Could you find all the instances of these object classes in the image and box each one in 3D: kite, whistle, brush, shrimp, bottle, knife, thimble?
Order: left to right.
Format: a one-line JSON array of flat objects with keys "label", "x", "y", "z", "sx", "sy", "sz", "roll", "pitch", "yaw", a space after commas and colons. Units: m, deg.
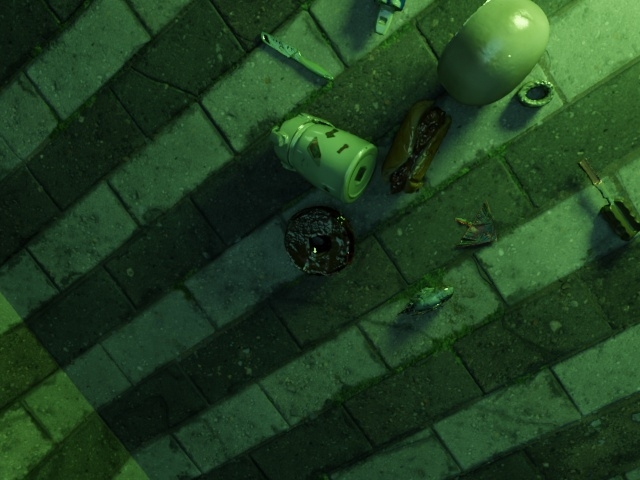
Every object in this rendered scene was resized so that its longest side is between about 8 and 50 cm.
[{"label": "knife", "x": -0.079, "y": -0.620, "z": 1.695, "sx": 0.293, "sy": 0.020, "sz": 0.043, "roll": 31, "pitch": 110, "yaw": 3}, {"label": "bottle", "x": -0.002, "y": -0.284, "z": 1.664, "sx": 0.351, "sy": 0.229, "sz": 0.229, "roll": 30, "pitch": 109, "yaw": 23}, {"label": "whistle", "x": 0.220, "y": -0.764, "z": 1.558, "sx": 0.110, "sy": 0.092, "sz": 0.245, "roll": 19, "pitch": 106, "yaw": 1}, {"label": "shrimp", "x": 0.368, "y": 0.219, "z": 1.802, "sx": 0.232, "sy": 0.079, "sz": 0.090, "roll": -29, "pitch": 62, "yaw": 19}, {"label": "kite", "x": 0.535, "y": -0.043, "z": 1.730, "sx": 0.159, "sy": 0.010, "sz": 0.190, "roll": 32, "pitch": 107, "yaw": 3}, {"label": "thimble", "x": 0.665, "y": -0.455, "z": 1.567, "sx": 0.109, "sy": 0.062, "sz": 0.085, "roll": 2, "pitch": 104, "yaw": 10}, {"label": "brush", "x": 0.912, "y": -0.135, "z": 1.603, "sx": 0.084, "sy": 0.071, "sz": 0.301, "roll": -39, "pitch": 94, "yaw": 6}]

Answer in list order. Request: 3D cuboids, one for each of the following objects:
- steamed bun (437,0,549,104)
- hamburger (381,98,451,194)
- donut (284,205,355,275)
[{"label": "steamed bun", "x": 0.502, "y": -0.528, "z": 1.445, "sx": 0.206, "sy": 0.324, "sz": 0.324, "roll": 46, "pitch": 109, "yaw": 10}, {"label": "hamburger", "x": 0.312, "y": -0.309, "z": 1.627, "sx": 0.155, "sy": 0.245, "sz": 0.282, "roll": 28, "pitch": 64, "yaw": 8}, {"label": "donut", "x": 0.000, "y": 0.000, "z": 1.801, "sx": 0.269, "sy": 0.103, "sz": 0.270, "roll": 4, "pitch": 107, "yaw": 12}]
